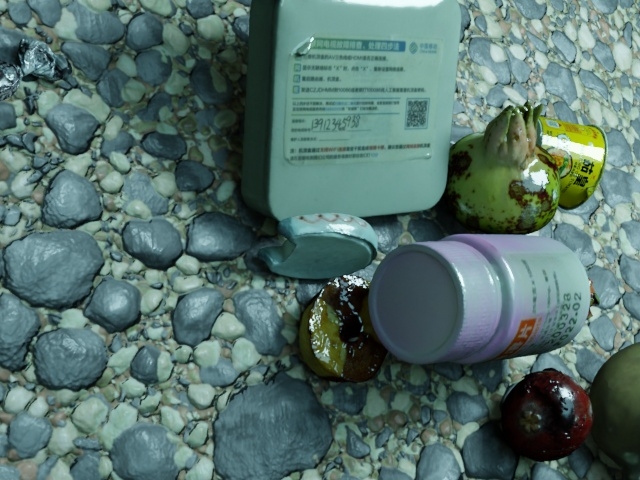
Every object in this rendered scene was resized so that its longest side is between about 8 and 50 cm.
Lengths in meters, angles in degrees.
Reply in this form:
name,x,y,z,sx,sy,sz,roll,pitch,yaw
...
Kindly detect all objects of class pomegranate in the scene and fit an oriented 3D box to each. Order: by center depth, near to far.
name,x,y,z,sx,sy,sz,roll,pitch,yaw
pomegranate,0.331,-0.119,1.842,0.222,0.276,0.203,11,72,6

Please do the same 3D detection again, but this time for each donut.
name,x,y,z,sx,sy,sz,roll,pitch,yaw
donut,0.038,0.150,1.672,0.166,0.073,0.184,29,58,-24

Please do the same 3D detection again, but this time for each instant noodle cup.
name,x,y,z,sx,sy,sz,roll,pitch,yaw
instant noodle cup,0.460,-0.165,2.019,0.144,0.182,0.182,16,64,-19

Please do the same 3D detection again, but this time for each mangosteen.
name,x,y,z,sx,sy,sz,roll,pitch,yaw
mangosteen,0.410,0.311,1.819,0.180,0.166,0.166,-6,74,-66

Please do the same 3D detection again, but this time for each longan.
name,x,y,z,sx,sy,sz,roll,pitch,yaw
longan,0.639,0.335,1.907,0.300,0.243,0.300,2,76,-8

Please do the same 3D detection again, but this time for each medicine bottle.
name,x,y,z,sx,sy,sz,roll,pitch,yaw
medicine bottle,0.276,0.098,1.716,0.388,0.219,0.219,0,72,-49

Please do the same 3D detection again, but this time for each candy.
name,x,y,z,sx,sy,sz,roll,pitch,yaw
candy,-0.469,-0.232,1.488,0.226,0.051,0.094,-34,96,-38

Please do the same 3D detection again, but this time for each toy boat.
name,x,y,z,sx,sy,sz,roll,pitch,yaw
toy boat,0.000,0.000,1.670,0.208,0.134,0.078,2,49,-31

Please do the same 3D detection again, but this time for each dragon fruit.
name,x,y,z,sx,sy,sz,roll,pitch,yaw
dragon fruit,0.507,0.111,2.001,0.116,0.086,0.081,43,16,-23

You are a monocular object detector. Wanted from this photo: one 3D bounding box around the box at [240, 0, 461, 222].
name,x,y,z,sx,sy,sz,roll,pitch,yaw
box,0.057,-0.237,1.709,0.396,0.111,0.396,-6,107,-36
